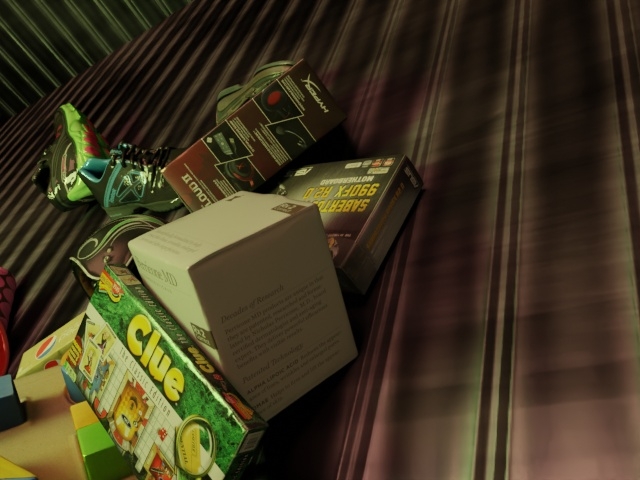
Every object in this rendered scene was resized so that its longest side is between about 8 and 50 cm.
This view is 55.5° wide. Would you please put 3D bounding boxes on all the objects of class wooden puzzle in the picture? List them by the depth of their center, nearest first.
[{"bbox_3d":[-0.310,0.211,0.690,0.321,0.081,0.347,-17,23,-24],"label":"wooden puzzle"}]

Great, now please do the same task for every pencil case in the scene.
[{"bbox_3d":[-0.712,0.144,1.297,0.098,0.095,0.209,-51,29,12],"label":"pencil case"}]

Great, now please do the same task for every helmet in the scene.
[{"bbox_3d":[-0.272,0.039,0.917,0.161,0.170,0.169,-34,28,-28],"label":"helmet"}]

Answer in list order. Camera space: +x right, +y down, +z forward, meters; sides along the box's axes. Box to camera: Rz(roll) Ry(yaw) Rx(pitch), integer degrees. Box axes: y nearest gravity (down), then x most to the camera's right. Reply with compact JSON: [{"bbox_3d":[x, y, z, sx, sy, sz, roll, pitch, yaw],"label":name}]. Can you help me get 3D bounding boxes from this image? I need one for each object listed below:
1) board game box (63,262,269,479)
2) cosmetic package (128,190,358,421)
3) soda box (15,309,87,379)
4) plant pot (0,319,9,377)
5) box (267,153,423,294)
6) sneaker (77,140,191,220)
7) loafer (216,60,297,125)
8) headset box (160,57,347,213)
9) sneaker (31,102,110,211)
[{"bbox_3d":[-0.162,0.145,0.584,0.259,0.030,0.136,37,105,35],"label":"board game box"},{"bbox_3d":[-0.079,0.062,0.638,0.151,0.184,0.151,-29,24,-30],"label":"cosmetic package"},{"bbox_3d":[-0.395,0.171,0.975,0.181,0.058,0.061,-33,33,11],"label":"soda box"},{"bbox_3d":[-0.744,0.211,1.064,0.243,0.275,0.275,-29,34,7],"label":"plant pot"},{"bbox_3d":[-0.002,-0.023,0.803,0.231,0.056,0.183,1,50,46],"label":"box"},{"bbox_3d":[-0.350,-0.133,1.215,0.340,0.140,0.125,-15,39,31],"label":"sneaker"},{"bbox_3d":[-0.121,-0.278,1.225,0.267,0.096,0.084,-9,63,48],"label":"loafer"},{"bbox_3d":[-0.112,-0.146,0.960,0.293,0.110,0.218,-37,11,5],"label":"headset box"},{"bbox_3d":[-0.662,-0.218,1.585,0.202,0.185,0.483,-38,32,-4],"label":"sneaker"}]
